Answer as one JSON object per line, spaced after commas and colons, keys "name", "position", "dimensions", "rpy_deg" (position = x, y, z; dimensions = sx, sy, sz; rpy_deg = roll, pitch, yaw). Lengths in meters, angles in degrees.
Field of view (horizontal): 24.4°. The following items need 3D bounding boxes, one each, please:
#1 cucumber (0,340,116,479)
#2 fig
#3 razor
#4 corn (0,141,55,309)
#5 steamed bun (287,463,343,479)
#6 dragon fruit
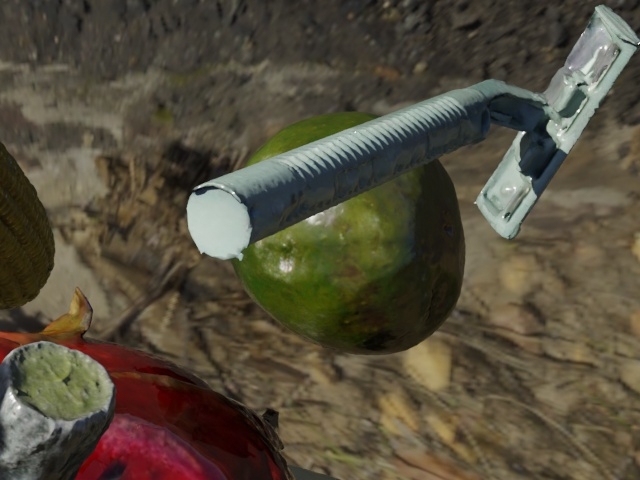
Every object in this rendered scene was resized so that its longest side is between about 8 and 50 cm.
{"name": "cucumber", "position": [-0.144, 0.102, 0.723], "dimensions": [0.064, 0.112, 0.064], "rpy_deg": [19, 40, -17]}
{"name": "fig", "position": [0.000, 0.000, 1.178], "dimensions": [0.195, 0.245, 0.195], "rpy_deg": [10, 76, -44]}
{"name": "razor", "position": [0.025, -0.026, 0.420], "dimensions": [0.036, 0.211, 0.084], "rpy_deg": [39, 117, 20]}
{"name": "corn", "position": [-0.327, -0.036, 1.337], "dimensions": [0.131, 0.344, 0.131], "rpy_deg": [-2, 69, 7]}
{"name": "steamed bun", "position": [-0.009, 0.285, 1.162], "dimensions": [0.239, 0.152, 0.170], "rpy_deg": [25, 106, -20]}
{"name": "dragon fruit", "position": [-0.112, 0.140, 1.006], "dimensions": [0.343, 0.282, 0.100], "rpy_deg": [34, 110, -1]}
